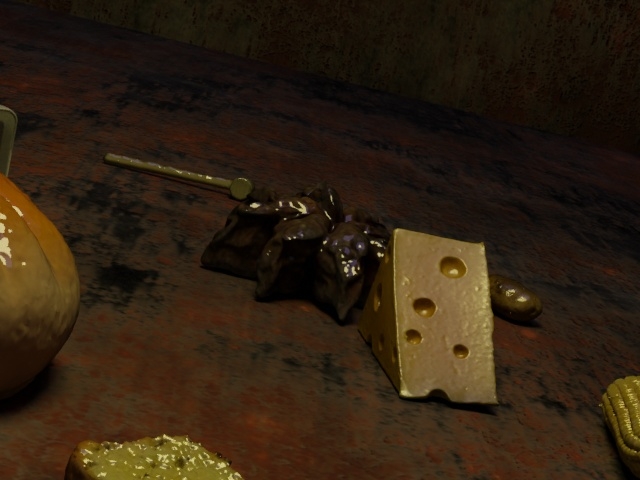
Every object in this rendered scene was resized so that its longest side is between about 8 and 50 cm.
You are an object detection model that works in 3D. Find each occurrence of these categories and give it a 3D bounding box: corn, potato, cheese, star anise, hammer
[{"bbox_3d":[0.284,0.158,1.248,0.085,0.063,0.165,-10,12,1],"label":"corn"},{"bbox_3d":[0.205,0.062,1.605,0.051,0.040,0.083,-6,22,-43],"label":"potato"},{"bbox_3d":[0.101,0.091,1.327,0.093,0.126,0.171,9,34,-14],"label":"cheese"},{"bbox_3d":[-0.001,0.000,1.520,0.223,0.109,0.236,-3,23,-40],"label":"star anise"},{"bbox_3d":[-0.177,-0.086,1.858,0.195,0.028,0.060,14,8,3],"label":"hammer"}]

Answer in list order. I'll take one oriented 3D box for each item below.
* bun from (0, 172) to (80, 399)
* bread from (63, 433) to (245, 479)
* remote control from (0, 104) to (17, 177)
[{"bbox_3d":[-0.312,-0.001,1.059,0.299,0.165,0.299,15,14,-4],"label":"bun"},{"bbox_3d":[-0.066,0.171,0.822,0.187,0.065,0.103,23,14,37],"label":"bread"},{"bbox_3d":[-0.427,-0.098,1.472,0.250,0.103,0.034,5,14,-39],"label":"remote control"}]
